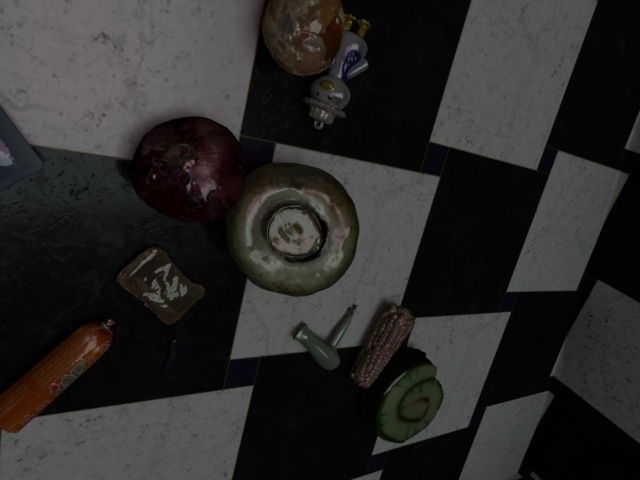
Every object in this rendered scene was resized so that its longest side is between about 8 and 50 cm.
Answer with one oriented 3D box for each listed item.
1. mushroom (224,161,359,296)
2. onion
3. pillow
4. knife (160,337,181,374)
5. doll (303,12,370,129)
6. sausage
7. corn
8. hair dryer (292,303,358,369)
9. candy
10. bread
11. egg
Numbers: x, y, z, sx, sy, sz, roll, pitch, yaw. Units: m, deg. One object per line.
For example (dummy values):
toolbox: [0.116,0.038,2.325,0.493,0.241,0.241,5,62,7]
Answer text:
mushroom: [-0.069,-0.029,1.135,0.353,0.260,0.351,-1,96,-11]
onion: [-0.291,-0.152,1.009,0.252,0.219,0.252,3,75,-12]
pillow: [-0.401,0.116,1.139,0.135,0.034,0.211,-43,126,-9]
knife: [-0.412,0.320,1.229,0.031,0.018,0.121,14,102,-44]
doll: [0.042,-0.427,1.154,0.138,0.119,0.293,23,98,5]
sausage: [-0.604,0.297,1.042,0.312,0.093,0.093,-43,127,-11]
corn: [0.215,0.380,1.621,0.127,0.127,0.335,27,99,-39]
hair dryer: [0.039,0.292,1.505,0.237,0.075,0.206,-48,122,-17]
candy: [-0.630,-0.177,0.833,0.138,0.071,0.174,-34,126,-18]
bread: [0.331,0.610,1.786,0.366,0.129,0.381,18,98,-35]
egg: [-0.036,-0.494,1.022,0.195,0.195,0.233,25,74,-38]
